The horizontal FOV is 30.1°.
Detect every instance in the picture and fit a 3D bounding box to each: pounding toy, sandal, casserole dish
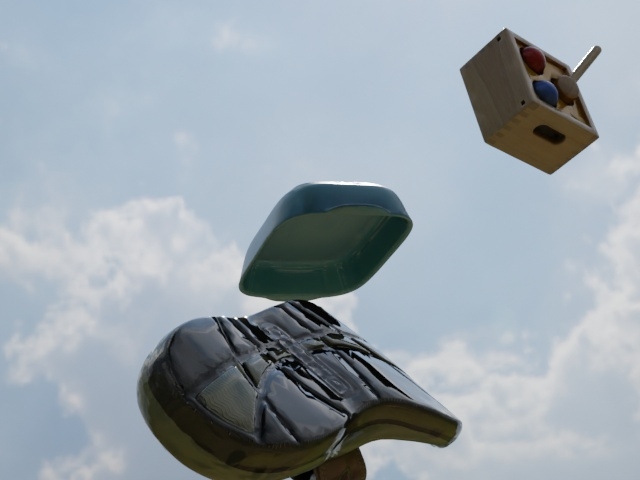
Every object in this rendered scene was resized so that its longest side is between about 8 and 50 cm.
[{"bbox_3d":[0.240,-0.158,1.274,0.141,0.130,0.100,20,-47,-37],"label":"pounding toy"},{"bbox_3d":[-0.016,0.099,0.679,0.086,0.120,0.302,-57,-26,13],"label":"sandal"},{"bbox_3d":[0.000,0.000,0.952,0.114,0.037,0.188,1,-25,-19],"label":"casserole dish"}]
